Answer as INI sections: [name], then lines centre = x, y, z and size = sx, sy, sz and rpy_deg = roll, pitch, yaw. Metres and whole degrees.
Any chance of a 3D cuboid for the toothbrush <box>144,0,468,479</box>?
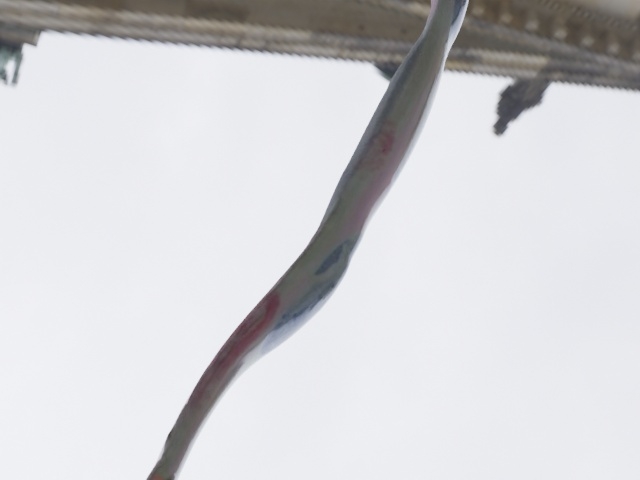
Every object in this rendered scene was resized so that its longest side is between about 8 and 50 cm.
[toothbrush]
centre = 0.000, 0.000, 0.387
size = 0.027, 0.021, 0.269
rpy_deg = 23, -123, 6
